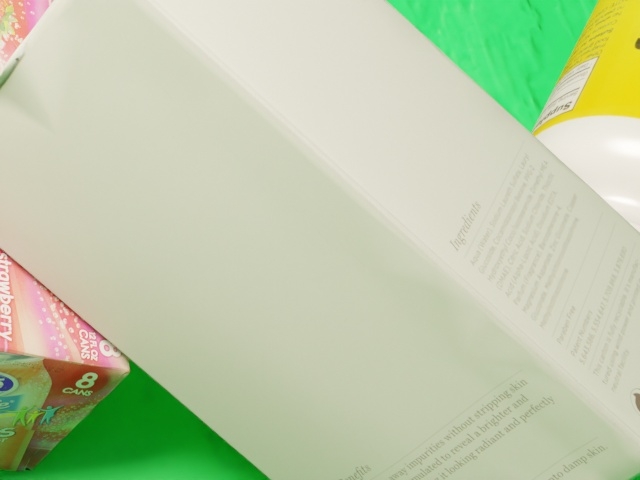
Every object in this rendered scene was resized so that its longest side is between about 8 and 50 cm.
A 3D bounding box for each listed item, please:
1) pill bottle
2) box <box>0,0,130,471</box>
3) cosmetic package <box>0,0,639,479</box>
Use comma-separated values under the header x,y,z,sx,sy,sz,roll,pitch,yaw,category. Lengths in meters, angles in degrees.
x,y,z,sx,sy,sz,roll,pitch,yaw,category
0.241,-0.060,1.019,0.188,0.188,0.334,24,57,9,pill bottle
-0.228,-0.024,0.936,0.154,0.142,0.300,15,49,-34,box
0.000,0.000,0.843,0.385,0.217,0.156,44,40,-7,cosmetic package
